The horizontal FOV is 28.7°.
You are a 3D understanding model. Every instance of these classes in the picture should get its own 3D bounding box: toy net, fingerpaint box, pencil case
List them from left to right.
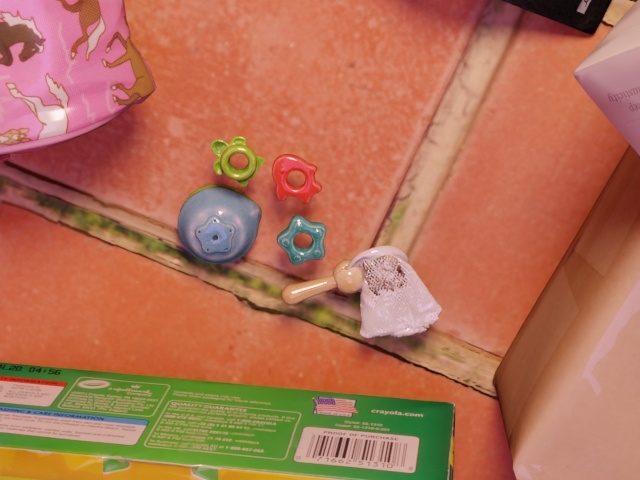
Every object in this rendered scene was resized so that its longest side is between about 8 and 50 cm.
[{"bbox_3d":[-0.253,-0.246,0.906,0.167,0.160,0.386,1,116,45],"label":"pencil case"},{"bbox_3d":[-0.116,0.314,1.075,0.444,0.163,0.371,4,109,7],"label":"fingerpaint box"},{"bbox_3d":[0.000,0.000,1.044,0.232,0.045,0.122,24,106,-8],"label":"toy net"}]

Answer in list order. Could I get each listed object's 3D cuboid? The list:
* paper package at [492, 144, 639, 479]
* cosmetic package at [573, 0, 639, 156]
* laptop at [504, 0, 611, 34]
[{"bbox_3d":[0.342,0.084,0.996,0.309,0.168,0.325,26,107,-7],"label":"paper package"},{"bbox_3d":[0.366,-0.192,0.787,0.156,0.217,0.385,49,67,-12],"label":"cosmetic package"},{"bbox_3d":[0.129,-0.318,0.945,0.264,0.136,0.234,31,108,18],"label":"laptop"}]
